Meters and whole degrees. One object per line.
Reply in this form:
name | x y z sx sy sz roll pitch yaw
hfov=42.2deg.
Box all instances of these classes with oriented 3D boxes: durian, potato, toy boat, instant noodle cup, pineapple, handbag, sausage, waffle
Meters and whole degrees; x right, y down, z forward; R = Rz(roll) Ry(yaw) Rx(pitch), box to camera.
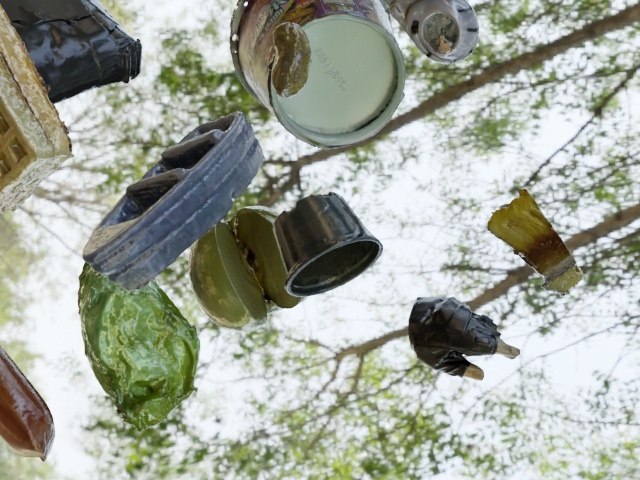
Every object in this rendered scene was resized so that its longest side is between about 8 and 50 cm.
durian | -0.349 0.159 1.558 0.340 0.204 0.256 -131 -154 -56
potato | -0.034 -0.213 0.983 0.046 0.045 0.092 24 -59 36
toy boat | -0.172 -0.049 0.967 0.127 0.283 0.078 -9 -56 38
instant noodle cup | 0.002 -0.338 1.542 0.266 0.339 0.340 -108 -157 -59
pineapple | 0.442 0.016 1.647 0.236 0.114 0.186 45 14 -5
handbag | -0.337 -0.234 0.861 0.247 0.223 0.080 48 -32 17
sausage | -0.470 0.189 1.167 0.300 0.083 0.089 43 -42 14
waffle | -0.239 -0.100 0.585 0.102 0.042 0.148 -33 -96 38

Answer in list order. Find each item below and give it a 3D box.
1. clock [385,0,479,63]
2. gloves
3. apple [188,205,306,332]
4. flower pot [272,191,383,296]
clock | 0.174 -0.349 1.212 0.176 0.080 0.117 51 -44 1
gloves | 0.272 0.183 1.556 0.203 0.124 0.164 0 -123 27
apple | -0.156 0.062 1.867 0.254 0.292 0.292 63 -29 2
flower pot | 0.000 0.000 1.225 0.107 0.157 0.157 62 -33 22
